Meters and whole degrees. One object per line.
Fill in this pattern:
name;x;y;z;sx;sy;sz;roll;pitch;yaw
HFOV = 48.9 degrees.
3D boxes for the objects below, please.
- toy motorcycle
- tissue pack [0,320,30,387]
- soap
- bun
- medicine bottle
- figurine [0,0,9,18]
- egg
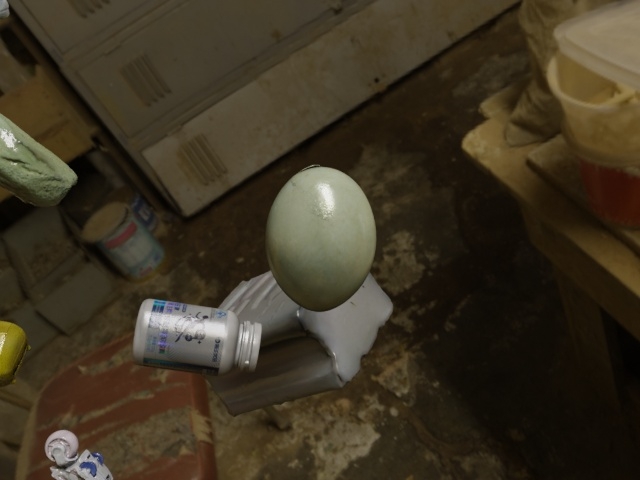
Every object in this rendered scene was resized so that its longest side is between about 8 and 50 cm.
toy motorcycle;-0.539;0.545;1.607;0.112;0.254;0.112;-40;4;3
tissue pack;-0.906;0.324;1.992;0.127;0.123;0.178;16;51;-8
soap;-0.068;0.199;1.629;0.435;0.212;0.350;-23;17;43
bun;-0.595;-0.150;1.406;0.108;0.221;0.221;-49;43;-2
medicine bottle;-0.195;0.158;1.120;0.192;0.107;0.107;9;46;-8
figurine;-0.684;-0.459;1.414;0.086;0.094;0.082;-15;55;42
egg;0.000;0.000;1.182;0.187;0.253;0.186;0;15;0
